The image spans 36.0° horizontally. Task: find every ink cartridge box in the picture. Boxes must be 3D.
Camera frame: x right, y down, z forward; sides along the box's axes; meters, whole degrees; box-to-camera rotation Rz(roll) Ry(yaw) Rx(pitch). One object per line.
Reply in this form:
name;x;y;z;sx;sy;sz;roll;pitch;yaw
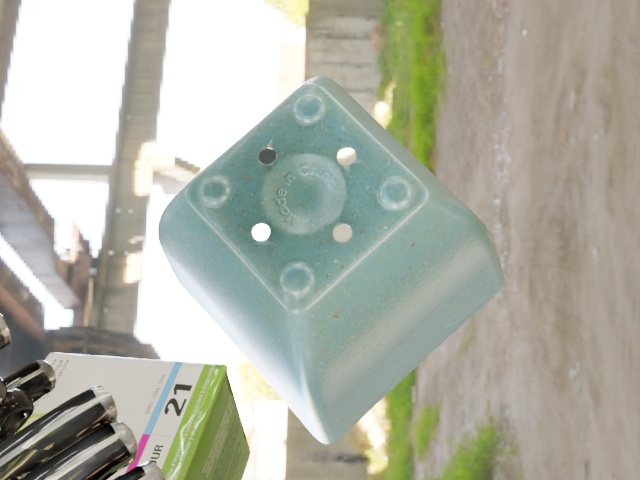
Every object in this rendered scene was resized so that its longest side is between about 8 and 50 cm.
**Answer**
ink cartridge box;-0.196;0.168;0.623;0.188;0.255;0.097;-72;-21;-47

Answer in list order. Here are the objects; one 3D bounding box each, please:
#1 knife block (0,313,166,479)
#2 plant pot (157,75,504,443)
knife block;-0.183;0.158;0.337;0.088;0.242;0.275;84;-167;-65
plant pot;0.000;0.000;0.885;0.248;0.247;0.252;46;174;18
